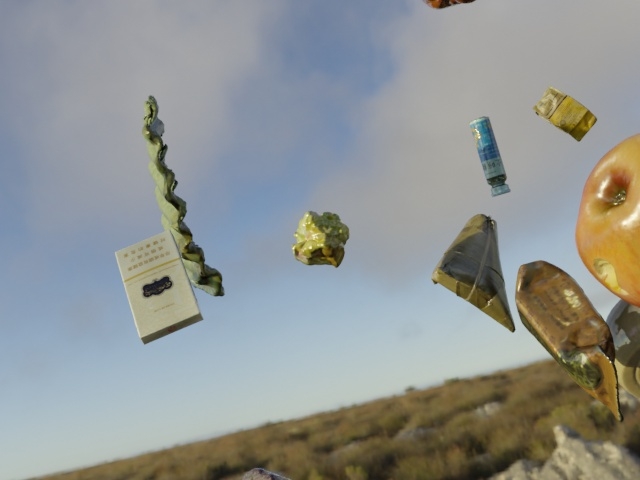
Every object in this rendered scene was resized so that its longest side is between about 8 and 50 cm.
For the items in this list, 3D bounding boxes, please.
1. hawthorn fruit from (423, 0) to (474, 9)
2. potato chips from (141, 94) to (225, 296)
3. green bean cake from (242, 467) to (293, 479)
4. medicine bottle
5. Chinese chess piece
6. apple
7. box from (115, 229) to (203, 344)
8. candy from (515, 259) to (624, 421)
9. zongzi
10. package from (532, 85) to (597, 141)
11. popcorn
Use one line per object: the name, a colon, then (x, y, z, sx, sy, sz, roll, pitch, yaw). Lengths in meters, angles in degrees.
hawthorn fruit: (0.350, -0.793, 2.167, 0.277, 0.298, 0.277, 10, -16, 3)
potato chips: (-0.264, -0.081, 1.442, 0.070, 0.358, 0.429, -17, 17, -11)
green bean cake: (-0.057, 0.454, 1.174, 0.097, 0.198, 0.233, 30, -21, -32)
medicine bottle: (0.406, -0.201, 1.908, 0.051, 0.191, 0.051, -17, -2, -1)
Chinese chess piece: (0.601, 0.161, 1.305, 0.273, 0.102, 0.273, -1, -45, -1)
apple: (0.470, -0.027, 1.108, 0.241, 0.242, 0.242, 28, -35, -31)
box: (-0.233, 0.063, 1.142, 0.090, 0.167, 0.024, -23, -38, -6)
candy: (0.385, 0.143, 1.220, 0.101, 0.271, 0.143, -26, -50, 3)
zongzi: (0.308, 0.051, 1.419, 0.160, 0.176, 0.078, -54, -12, -15)
package: (0.548, -0.286, 1.793, 0.071, 0.131, 0.047, -49, -37, 9)
popcorn: (0.000, 0.000, 1.797, 0.126, 0.126, 0.145, 21, -35, -30)
